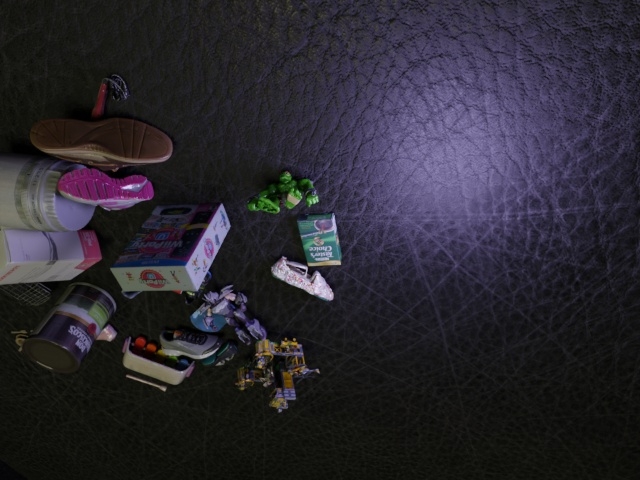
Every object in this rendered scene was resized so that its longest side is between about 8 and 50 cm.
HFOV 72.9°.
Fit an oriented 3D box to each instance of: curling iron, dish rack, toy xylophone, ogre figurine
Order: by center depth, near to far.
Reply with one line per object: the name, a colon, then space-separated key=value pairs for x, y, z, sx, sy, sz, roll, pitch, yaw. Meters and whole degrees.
curling iron: x=-0.596 y=-0.336 z=1.183 sx=0.068 sy=0.035 sz=0.274 roll=34 pitch=126 yaw=-19
ogre figurine: x=-0.100 y=-0.130 z=1.216 sx=0.197 sy=0.118 sz=0.096 roll=-24 pitch=117 yaw=24
dish rack: x=-1.155 y=0.141 z=1.640 sx=0.208 sy=0.074 sz=0.271 roll=-22 pitch=125 yaw=32
toy xylophone: x=-0.729 y=0.547 z=1.900 sx=0.323 sy=0.081 sz=0.236 roll=32 pitch=127 yaw=-16

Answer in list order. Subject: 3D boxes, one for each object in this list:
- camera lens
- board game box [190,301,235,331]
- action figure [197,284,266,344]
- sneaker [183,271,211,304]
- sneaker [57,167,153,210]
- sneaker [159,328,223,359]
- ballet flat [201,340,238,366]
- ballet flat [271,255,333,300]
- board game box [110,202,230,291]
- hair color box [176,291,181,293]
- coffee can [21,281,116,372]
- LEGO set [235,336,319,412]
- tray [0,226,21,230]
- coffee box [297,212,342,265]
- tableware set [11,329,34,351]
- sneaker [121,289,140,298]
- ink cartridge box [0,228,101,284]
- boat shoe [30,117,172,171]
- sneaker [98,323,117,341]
camera lens: x=-0.840 y=-0.140 z=1.265 sx=0.275 sy=0.219 sz=0.219 roll=7 pitch=130 yaw=4
board game box: x=-0.408 y=0.275 z=1.648 sx=0.169 sy=0.033 sz=0.133 roll=-43 pitch=124 yaw=14
action figure: x=-0.324 y=0.275 z=1.594 sx=0.185 sy=0.099 sz=0.285 roll=-31 pitch=124 yaw=17
sneaker: x=-0.441 y=0.165 z=1.540 sx=0.067 sy=0.078 sz=0.188 roll=24 pitch=128 yaw=-11
sneaker: x=-0.624 y=-0.134 z=1.253 sx=0.111 sy=0.102 sz=0.252 roll=-27 pitch=160 yaw=38
sneaker: x=-0.527 y=0.408 z=1.744 sx=0.272 sy=0.100 sz=0.107 roll=-2 pitch=123 yaw=11
ballet flat: x=-0.415 y=0.486 z=1.807 sx=0.074 sy=0.074 sz=0.203 roll=40 pitch=122 yaw=-22
ballet flat: x=-0.049 y=0.127 z=1.446 sx=0.241 sy=0.091 sz=0.077 roll=25 pitch=106 yaw=-16
board game box: x=-0.422 y=0.013 z=1.266 sx=0.224 sy=0.303 sz=0.097 roll=-2 pitch=128 yaw=11
hair color box: x=-0.464 y=0.092 z=1.476 sx=0.054 sy=0.093 sz=0.167 roll=25 pitch=128 yaw=-11
coffee can: x=-0.929 y=0.321 z=1.622 sx=0.202 sy=0.275 sz=0.201 roll=4 pitch=130 yaw=5
LEGO set: x=-0.185 y=0.547 z=1.701 sx=0.255 sy=0.192 sz=0.331 roll=18 pitch=130 yaw=-31
tray: x=-1.050 y=-0.062 z=1.488 sx=0.145 sy=0.030 sz=0.270 roll=15 pitch=130 yaw=-2
coffee box: x=0.000 y=0.000 z=1.356 sx=0.113 sy=0.040 sz=0.184 roll=-2 pitch=128 yaw=11
tableware set: x=-1.288 y=0.457 z=1.947 sx=0.194 sy=0.039 sz=0.128 roll=-6 pitch=128 yaw=14
sneaker: x=-0.599 y=0.123 z=1.502 sx=0.104 sy=0.125 sz=0.262 roll=39 pitch=125 yaw=-21
ink cartridge box: x=-0.901 y=0.051 z=1.393 sx=0.207 sy=0.283 sz=0.117 roll=-25 pitch=77 yaw=27
boat shoe: x=-0.586 y=-0.255 z=1.192 sx=0.342 sy=0.123 sz=0.123 roll=-1 pitch=165 yaw=-16
sneaker: x=-0.918 y=0.406 z=1.835 sx=0.134 sy=0.051 sz=0.070 roll=-28 pitch=115 yaw=23
